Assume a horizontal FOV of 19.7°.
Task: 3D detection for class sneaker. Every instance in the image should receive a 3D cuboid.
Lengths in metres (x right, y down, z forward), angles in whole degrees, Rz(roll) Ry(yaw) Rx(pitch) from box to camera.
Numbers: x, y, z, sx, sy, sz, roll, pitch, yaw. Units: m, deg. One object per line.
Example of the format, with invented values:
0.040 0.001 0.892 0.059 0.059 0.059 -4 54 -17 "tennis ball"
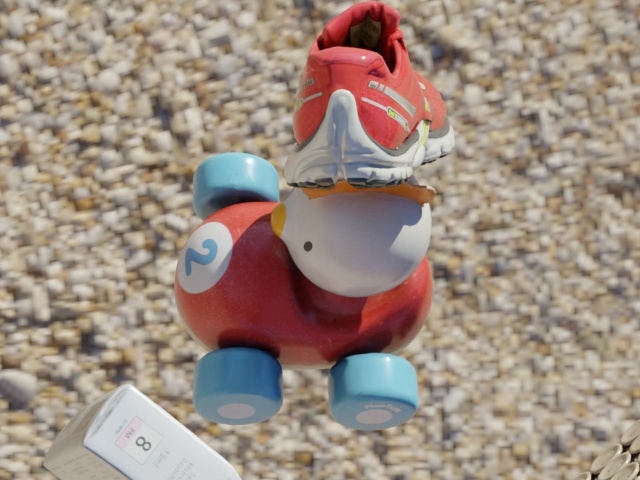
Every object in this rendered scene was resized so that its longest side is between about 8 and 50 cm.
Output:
0.041 -0.111 1.303 0.279 0.107 0.118 -60 152 -76 "sneaker"

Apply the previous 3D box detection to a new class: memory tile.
0.239 0.209 1.565 0.148 0.113 0.012 -42 95 1 "memory tile"

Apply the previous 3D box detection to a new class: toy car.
0.000 0.000 1.424 0.210 0.238 0.219 3 60 -10 "toy car"

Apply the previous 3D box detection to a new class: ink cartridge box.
-0.069 0.191 1.205 0.232 0.189 0.066 36 72 -7 "ink cartridge box"
